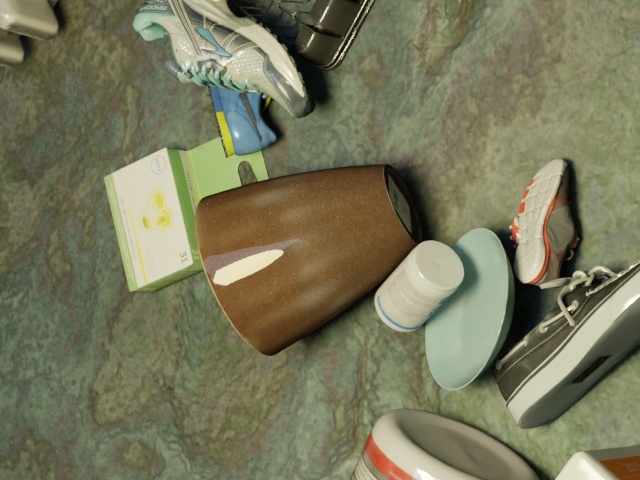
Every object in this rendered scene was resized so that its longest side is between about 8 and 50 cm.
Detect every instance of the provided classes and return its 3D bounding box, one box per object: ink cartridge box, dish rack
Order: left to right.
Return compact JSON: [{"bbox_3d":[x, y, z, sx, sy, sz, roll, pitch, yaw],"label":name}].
[{"bbox_3d":[-0.175,-0.045,2.195,0.235,0.056,0.171,-23,75,34],"label":"ink cartridge box"},{"bbox_3d":[-0.045,-0.370,2.111,0.271,0.074,0.208,39,108,31],"label":"dish rack"}]

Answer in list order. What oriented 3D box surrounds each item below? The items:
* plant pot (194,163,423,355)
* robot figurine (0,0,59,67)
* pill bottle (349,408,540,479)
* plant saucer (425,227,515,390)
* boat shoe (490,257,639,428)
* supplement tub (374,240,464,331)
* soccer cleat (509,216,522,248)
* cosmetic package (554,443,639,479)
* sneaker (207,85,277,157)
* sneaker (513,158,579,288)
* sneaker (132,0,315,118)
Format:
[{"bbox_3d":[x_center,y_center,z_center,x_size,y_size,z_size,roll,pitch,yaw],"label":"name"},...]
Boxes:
[{"bbox_3d":[0.000,0.000,1.996,0.230,0.215,0.215,-24,74,18],"label":"plant pot"},{"bbox_3d":[-0.499,-0.422,2.347,0.300,0.200,0.353,-31,71,20],"label":"robot figurine"},{"bbox_3d":[0.094,0.396,1.891,0.210,0.210,0.362,32,105,32],"label":"pill bottle"},{"bbox_3d":[0.183,0.083,1.914,0.195,0.037,0.194,-167,90,-68],"label":"plant saucer"},{"bbox_3d":[0.301,0.084,1.825,0.306,0.113,0.105,-53,54,39],"label":"boat shoe"},{"bbox_3d":[0.116,0.056,1.948,0.071,0.071,0.107,63,142,20],"label":"supplement tub"},{"bbox_3d":[0.246,0.010,1.916,0.036,0.029,0.083,-17,81,24],"label":"soccer cleat"},{"bbox_3d":[0.425,0.409,1.650,0.453,0.230,0.161,43,110,28],"label":"cosmetic package"},{"bbox_3d":[-0.110,-0.206,2.160,0.082,0.069,0.209,-16,66,-1],"label":"sneaker"},{"bbox_3d":[0.268,-0.016,1.891,0.061,0.065,0.157,-13,58,59],"label":"sneaker"},{"bbox_3d":[-0.125,-0.230,2.090,0.122,0.110,0.283,-45,66,-7],"label":"sneaker"}]
